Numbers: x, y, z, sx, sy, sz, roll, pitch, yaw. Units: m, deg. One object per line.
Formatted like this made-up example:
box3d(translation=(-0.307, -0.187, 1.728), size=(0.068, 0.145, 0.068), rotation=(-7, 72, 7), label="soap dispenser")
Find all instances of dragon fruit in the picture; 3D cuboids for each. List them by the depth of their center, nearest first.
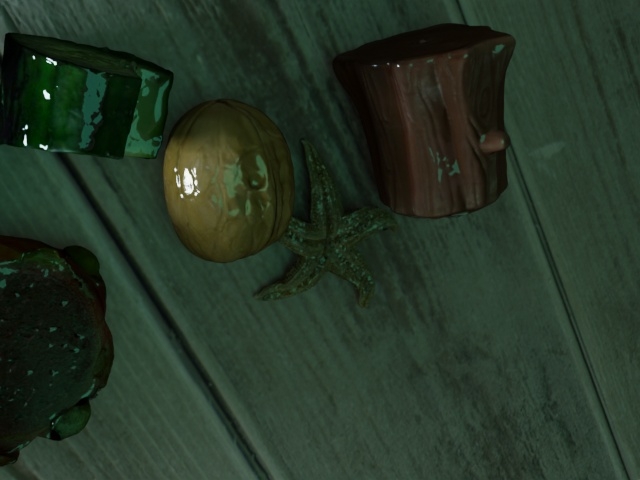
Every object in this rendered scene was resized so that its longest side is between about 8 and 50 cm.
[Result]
box3d(translation=(-0.365, 0.111, 0.875), size=(0.268, 0.130, 0.295), rotation=(-24, 117, -23), label="dragon fruit")

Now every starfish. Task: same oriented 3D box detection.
box3d(translation=(0.000, 0.000, 1.072), size=(0.236, 0.062, 0.277), rotation=(-25, 116, -11), label="starfish")

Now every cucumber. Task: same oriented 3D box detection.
box3d(translation=(-0.267, -0.155, 0.837), size=(0.191, 0.191, 0.130), rotation=(2, 102, -25), label="cucumber")

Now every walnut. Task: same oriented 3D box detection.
box3d(translation=(-0.111, -0.073, 0.938), size=(0.165, 0.165, 0.197), rotation=(-4, 108, -23), label="walnut")

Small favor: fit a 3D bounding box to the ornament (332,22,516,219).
box3d(translation=(0.150, -0.160, 1.020), size=(0.235, 0.221, 0.217), rotation=(-3, 115, 19), label="ornament")
